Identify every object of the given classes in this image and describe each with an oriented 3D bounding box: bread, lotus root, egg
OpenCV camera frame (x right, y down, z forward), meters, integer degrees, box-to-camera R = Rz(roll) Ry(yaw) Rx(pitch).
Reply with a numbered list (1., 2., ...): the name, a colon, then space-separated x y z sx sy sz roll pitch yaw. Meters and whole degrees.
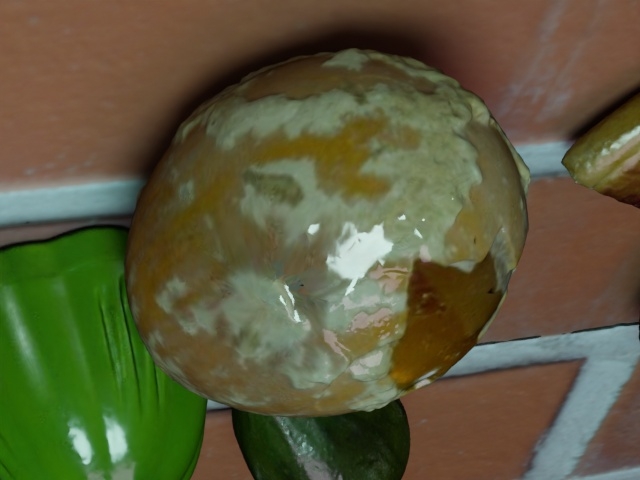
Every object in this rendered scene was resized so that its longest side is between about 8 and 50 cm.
1. bread: 0.209 -0.058 1.204 0.136 0.054 0.154 -12 140 -17
2. lotus root: -0.135 0.111 1.152 0.186 0.186 0.186 -15 146 -10
3. egg: 0.000 0.000 1.050 0.233 0.195 0.195 -33 145 14

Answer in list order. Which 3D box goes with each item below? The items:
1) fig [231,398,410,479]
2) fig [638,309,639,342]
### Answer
1. fig: -0.017 0.109 1.281 0.117 0.117 0.177 -32 129 17
2. fig: 0.342 0.054 1.386 0.257 0.159 0.159 -13 150 -44
